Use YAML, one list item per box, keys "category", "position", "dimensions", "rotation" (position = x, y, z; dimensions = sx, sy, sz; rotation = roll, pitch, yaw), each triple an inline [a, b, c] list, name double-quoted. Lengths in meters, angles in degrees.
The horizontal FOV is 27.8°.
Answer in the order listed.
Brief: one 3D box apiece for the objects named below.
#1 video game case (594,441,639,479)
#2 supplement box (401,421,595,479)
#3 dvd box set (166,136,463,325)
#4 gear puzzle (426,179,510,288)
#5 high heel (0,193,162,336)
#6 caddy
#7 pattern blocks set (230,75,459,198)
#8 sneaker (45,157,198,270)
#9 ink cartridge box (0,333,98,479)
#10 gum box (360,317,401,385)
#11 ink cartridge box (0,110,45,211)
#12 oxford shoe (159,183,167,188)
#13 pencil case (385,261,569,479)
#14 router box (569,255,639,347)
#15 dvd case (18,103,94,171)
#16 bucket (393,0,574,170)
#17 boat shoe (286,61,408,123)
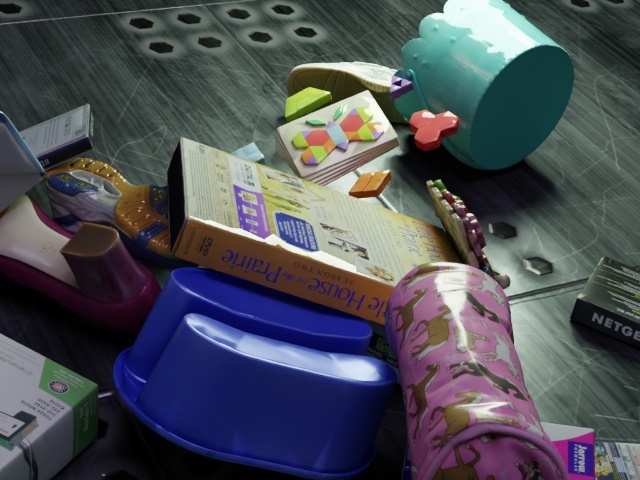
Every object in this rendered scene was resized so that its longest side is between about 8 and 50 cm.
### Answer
- category: "video game case"
  position: [0.375, 0.327, 1.598]
  dimensions: [0.183, 0.023, 0.201]
  rotation: [5, 36, -8]
- category: "supplement box"
  position: [0.206, 0.282, 1.521]
  dimensions: [0.220, 0.114, 0.111]
  rotation: [7, 35, 5]
- category: "dvd box set"
  position: [0.000, 0.000, 1.741]
  dimensions: [0.420, 0.062, 0.308]
  rotation: [18, 20, -16]
- category: "gear puzzle"
  position: [0.212, -0.005, 1.878]
  dimensions: [0.044, 0.176, 0.339]
  rotation: [-23, 16, 2]
- category: "high heel"
  position: [-0.375, 0.045, 1.781]
  dimensions: [0.377, 0.181, 0.127]
  rotation: [16, 52, 41]
- category: "caddy"
  position: [-0.076, 0.175, 1.555]
  dimensions: [0.341, 0.179, 0.241]
  rotation: [16, 21, -21]
- category: "pattern blocks set"
  position: [0.029, -0.164, 2.085]
  dimensions: [0.324, 0.026, 0.285]
  rotation: [-35, 48, -15]
- category: "sneaker"
  position: [-0.265, -0.010, 1.806]
  dimensions: [0.296, 0.131, 0.111]
  rotation: [28, 39, 35]
- category: "ink cartridge box"
  position: [-0.385, 0.224, 1.486]
  dimensions: [0.160, 0.093, 0.219]
  rotation: [24, 37, 19]
- category: "gum box"
  position: [0.140, 0.132, 1.795]
  dimensions: [0.157, 0.041, 0.184]
  rotation: [28, 38, 23]
- category: "ink cartridge box"
  position: [-0.612, -0.139, 1.798]
  dimensions: [0.270, 0.151, 0.395]
  rotation: [-41, 50, -16]
- category: "oxford shoe"
  position: [-0.158, -0.051, 1.922]
  dimensions: [0.271, 0.098, 0.097]
  rotation: [-13, 41, -28]
- category: "pencil case"
  position: [0.159, 0.171, 1.395]
  dimensions: [0.167, 0.160, 0.386]
  rotation: [28, 20, -14]
- category: "router box"
  position: [0.477, 0.102, 1.919]
  dimensions: [0.178, 0.046, 0.133]
  rotation: [23, 38, 18]
- category: "dvd case"
  position: [-0.444, -0.123, 1.891]
  dimensions: [0.238, 0.030, 0.179]
  rotation: [-22, 23, -1]
- category: "bucket"
  position: [0.282, -0.265, 2.199]
  dimensions: [0.281, 0.281, 0.183]
  rotation: [-17, 44, -33]
- category: "boat shoe"
  position: [0.067, -0.272, 2.302]
  dimensions: [0.277, 0.098, 0.096]
  rotation: [9, 34, -18]
